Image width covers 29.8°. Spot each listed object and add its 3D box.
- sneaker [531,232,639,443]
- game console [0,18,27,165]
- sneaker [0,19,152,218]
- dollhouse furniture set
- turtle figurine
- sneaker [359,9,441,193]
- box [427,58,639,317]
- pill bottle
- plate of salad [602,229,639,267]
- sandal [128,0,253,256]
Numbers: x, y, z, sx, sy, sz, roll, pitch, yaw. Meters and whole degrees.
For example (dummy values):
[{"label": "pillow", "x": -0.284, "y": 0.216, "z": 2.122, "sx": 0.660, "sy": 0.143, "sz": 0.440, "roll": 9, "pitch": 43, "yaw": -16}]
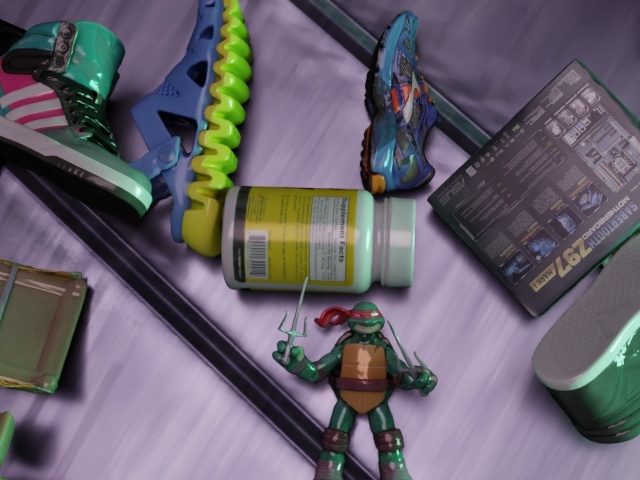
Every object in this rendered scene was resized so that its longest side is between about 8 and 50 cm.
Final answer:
[{"label": "sneaker", "x": 0.354, "y": 0.098, "z": 1.298, "sx": 0.295, "sy": 0.147, "sz": 0.104, "roll": -40, "pitch": 39, "yaw": -18}, {"label": "game console", "x": -0.517, "y": -0.213, "z": 1.458, "sx": 0.361, "sy": 0.044, "sz": 0.213, "roll": 26, "pitch": 78, "yaw": 8}, {"label": "sneaker", "x": -0.263, "y": -0.148, "z": 1.334, "sx": 0.295, "sy": 0.124, "sz": 0.178, "roll": 27, "pitch": 76, "yaw": 28}, {"label": "dollhouse furniture set", "x": -0.399, "y": 0.172, "z": 1.350, "sx": 0.197, "sy": 0.151, "sz": 0.302, "roll": 16, "pitch": 54, "yaw": -6}, {"label": "turtle figurine", "x": 0.046, "y": 0.154, "z": 1.302, "sx": 0.175, "sy": 0.118, "sz": 0.234, "roll": 0, "pitch": 92, "yaw": 18}, {"label": "sneaker", "x": 0.097, "y": -0.158, "z": 1.399, "sx": 0.087, "sy": 0.083, "sz": 0.221, "roll": 6, "pitch": 83, "yaw": -9}, {"label": "box", "x": 0.264, "y": -0.056, "z": 1.336, "sx": 0.232, "sy": 0.059, "sz": 0.183, "roll": -45, "pitch": 77, "yaw": 11}, {"label": "pill bottle", "x": 0.000, "y": 0.000, "z": 1.338, "sx": 0.208, "sy": 0.119, "sz": 0.119, "roll": 2, "pitch": 77, "yaw": 3}, {"label": "plate of salad", "x": 0.407, "y": -0.020, "z": 1.355, "sx": 0.199, "sy": 0.048, "sz": 0.200, "roll": -1, "pitch": 76, "yaw": 3}, {"label": "sandal", "x": -0.157, "y": -0.145, "z": 1.383, "sx": 0.138, "sy": 0.126, "sz": 0.317, "roll": 7, "pitch": 76, "yaw": 9}]
